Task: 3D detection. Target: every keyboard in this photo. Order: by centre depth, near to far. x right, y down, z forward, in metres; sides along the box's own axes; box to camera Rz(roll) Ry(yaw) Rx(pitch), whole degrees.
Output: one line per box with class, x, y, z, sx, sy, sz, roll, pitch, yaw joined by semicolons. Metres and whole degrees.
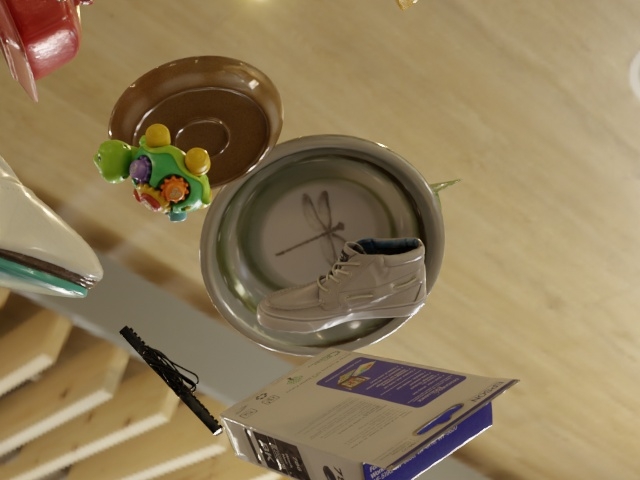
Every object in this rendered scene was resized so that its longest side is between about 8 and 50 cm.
keyboard;-0.189;0.180;1.426;0.192;0.038;0.100;46;-9;0

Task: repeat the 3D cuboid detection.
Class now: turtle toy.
turtle toy;-0.167;-0.067;1.088;0.130;0.066;0.095;31;-25;12

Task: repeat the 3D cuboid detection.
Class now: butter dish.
butter dish;-0.307;-0.259;1.182;0.118;0.160;0.160;-23;-10;-15

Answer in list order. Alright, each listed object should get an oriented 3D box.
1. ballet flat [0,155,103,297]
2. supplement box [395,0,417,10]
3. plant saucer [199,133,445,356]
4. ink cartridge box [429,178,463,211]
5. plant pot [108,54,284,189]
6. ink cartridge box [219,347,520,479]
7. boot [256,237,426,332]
ballet flat;-0.348;-0.051;0.789;0.400;0.139;0.139;11;-33;-23
supplement box;0.098;-0.357;0.976;0.194;0.191;0.129;-32;-12;7
plant saucer;0.000;0.000;1.763;0.400;0.100;0.401;-3;-63;-7
ink cartridge box;0.149;-0.058;1.931;0.209;0.109;0.062;-7;-80;35
plant pot;-0.160;-0.141;1.416;0.236;0.032;0.236;-11;-39;-9
ink cartridge box;0.044;0.183;1.074;0.332;0.165;0.065;0;-66;60
boot;0.030;0.054;1.585;0.258;0.095;0.123;-8;-57;-10
